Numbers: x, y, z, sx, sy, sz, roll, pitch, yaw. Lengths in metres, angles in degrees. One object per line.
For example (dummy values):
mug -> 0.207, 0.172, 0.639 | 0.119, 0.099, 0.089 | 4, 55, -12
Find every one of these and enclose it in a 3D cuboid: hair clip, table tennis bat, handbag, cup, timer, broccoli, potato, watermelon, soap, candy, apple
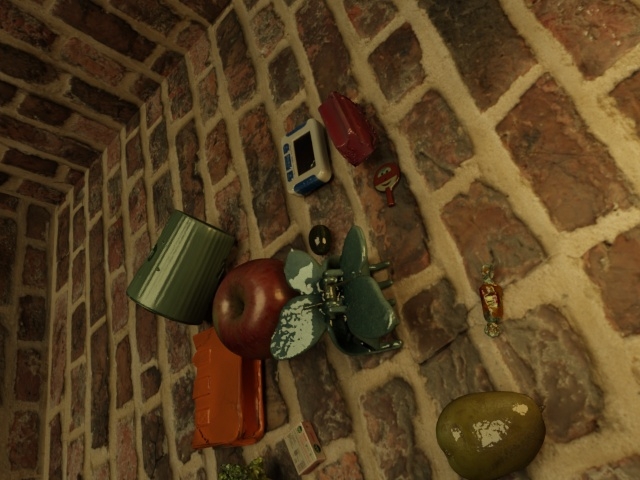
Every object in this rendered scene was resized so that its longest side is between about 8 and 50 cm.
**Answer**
hair clip -> 0.075, 0.161, 1.359 | 0.392, 0.238, 0.318 | -24, 60, 32
table tennis bat -> 0.209, -0.173, 1.514 | 0.098, 0.019, 0.154 | -25, 57, 34
handbag -> -0.331, 0.504, 1.706 | 0.303, 0.116, 0.410 | -26, 58, 37
cup -> -0.561, 0.096, 1.931 | 0.401, 0.310, 0.392 | 24, 87, 42
timer -> -0.050, -0.294, 1.750 | 0.178, 0.078, 0.253 | -24, 61, 32
broccoli -> -0.213, 0.787, 1.470 | 0.245, 0.248, 0.288 | -98, 29, -73
potato -> 0.375, 0.415, 1.060 | 0.251, 0.159, 0.174 | -32, 80, 20
watermelon -> 0.000, 0.000, 1.601 | 0.078, 0.078, 0.110 | -24, 61, 35
soap -> 0.098, -0.357, 1.576 | 0.099, 0.162, 0.250 | -39, 52, 26
candy -> 0.416, 0.142, 1.191 | 0.053, 0.046, 0.182 | -14, 68, 41
apple -> -0.175, 0.219, 1.549 | 0.345, 0.269, 0.344 | -13, 71, 41

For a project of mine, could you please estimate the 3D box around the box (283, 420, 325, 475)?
box -> -0.048, 0.617, 1.450 | 0.089, 0.043, 0.125 | -47, 49, 21
